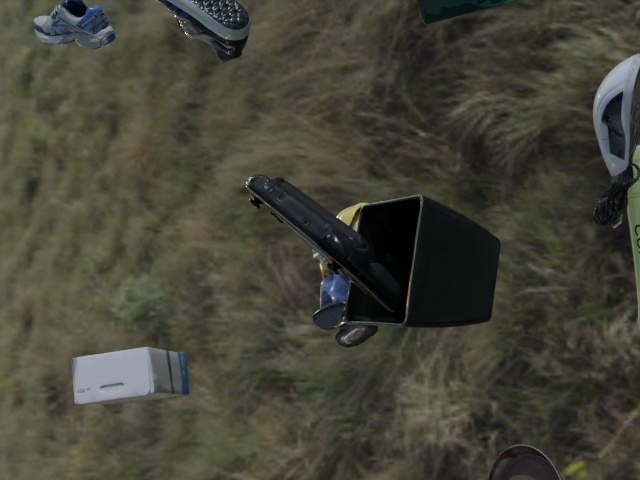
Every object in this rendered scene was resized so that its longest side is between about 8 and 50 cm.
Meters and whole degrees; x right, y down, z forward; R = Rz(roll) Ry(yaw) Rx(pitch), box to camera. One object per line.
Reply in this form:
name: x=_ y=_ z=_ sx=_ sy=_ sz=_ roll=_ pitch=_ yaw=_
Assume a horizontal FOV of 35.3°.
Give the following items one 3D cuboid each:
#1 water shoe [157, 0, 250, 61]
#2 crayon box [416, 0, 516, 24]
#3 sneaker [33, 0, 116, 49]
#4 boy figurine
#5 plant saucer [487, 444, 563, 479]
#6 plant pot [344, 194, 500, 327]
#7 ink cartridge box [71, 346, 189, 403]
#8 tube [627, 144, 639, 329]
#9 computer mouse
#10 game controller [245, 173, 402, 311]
water shoe: x=-0.184 y=-0.313 z=1.351 sx=0.203 sy=0.073 sz=0.080 roll=39 pitch=143 yaw=17
crayon box: x=0.331 y=-0.469 z=1.505 sx=0.313 sy=0.363 sz=0.106 roll=-7 pitch=121 yaw=29
sneaker: x=-0.317 y=-0.283 z=1.280 sx=0.135 sy=0.052 sz=0.058 roll=12 pitch=128 yaw=32
boy figurine: x=0.057 y=0.050 z=1.720 sx=0.092 sy=0.177 sz=0.285 roll=-31 pitch=30 yaw=32
plant saucer: x=0.332 y=0.410 z=1.598 sx=0.168 sy=0.029 sz=0.169 roll=-11 pitch=77 yaw=53
plant pot: x=0.162 y=0.048 z=1.508 sx=0.187 sy=0.166 sz=0.188 roll=-8 pitch=71 yaw=65
ink cartridge box: x=-0.321 y=0.234 z=1.717 sx=0.191 sy=0.139 sz=0.082 roll=46 pitch=-144 yaw=-75
tube: x=0.442 y=-0.007 z=1.312 sx=0.070 sy=0.062 sz=0.240 roll=-10 pitch=91 yaw=61
computer mouse: x=0.298 y=-0.107 z=1.016 sx=0.106 sy=0.042 sz=0.193 roll=-57 pitch=-31 yaw=-36
game controller: x=0.000 y=0.000 z=1.441 sx=0.067 sy=0.166 sz=0.319 roll=-41 pitch=34 yaw=-6
